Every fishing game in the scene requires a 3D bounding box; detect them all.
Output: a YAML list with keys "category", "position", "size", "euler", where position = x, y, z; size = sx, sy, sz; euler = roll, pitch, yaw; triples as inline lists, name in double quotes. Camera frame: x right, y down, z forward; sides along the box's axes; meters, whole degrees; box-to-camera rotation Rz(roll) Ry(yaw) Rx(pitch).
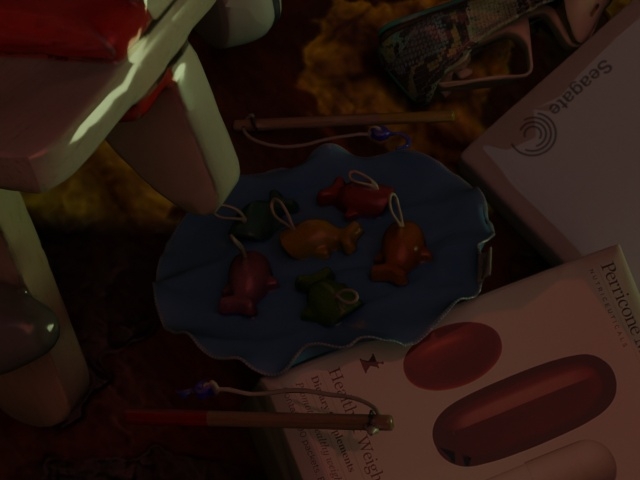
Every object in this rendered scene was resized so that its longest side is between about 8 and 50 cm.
- category: "fishing game"
  position: [0.000, 0.000, 0.824]
  size: [0.189, 0.041, 0.264]
  euler: [1, 39, 18]

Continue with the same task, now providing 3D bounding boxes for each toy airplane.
- category: "toy airplane"
  position: [-0.229, -0.085, 0.726]
  size: [0.272, 0.384, 0.386]
  euler: [-38, 87, -24]

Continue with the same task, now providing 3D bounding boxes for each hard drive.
- category: "hard drive"
  position: [0.285, 0.002, 0.906]
  size: [0.233, 0.047, 0.353]
  euler: [-41, 74, -5]

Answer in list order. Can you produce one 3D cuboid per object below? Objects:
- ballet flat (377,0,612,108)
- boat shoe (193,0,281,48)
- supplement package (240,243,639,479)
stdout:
- category: "ballet flat"
  position: [0.128, -0.134, 0.956]
  size: [0.188, 0.070, 0.070]
  euler: [-25, 83, -3]
- category: "boat shoe"
  position: [-0.070, -0.293, 0.934]
  size: [0.156, 0.136, 0.367]
  euler: [-21, 72, -15]
- category: "supplement package"
  position: [0.088, 0.135, 0.846]
  size: [0.203, 0.149, 0.194]
  euler: [-21, 82, -11]
